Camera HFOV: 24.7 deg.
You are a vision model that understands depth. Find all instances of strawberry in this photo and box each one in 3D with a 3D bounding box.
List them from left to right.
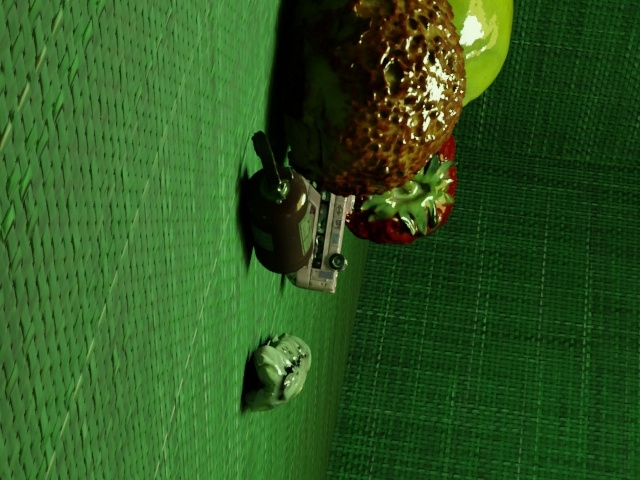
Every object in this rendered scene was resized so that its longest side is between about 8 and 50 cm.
[{"bbox_3d":[0.117,-0.130,2.589,0.277,0.257,0.257,-115,-151,-67],"label":"strawberry"}]

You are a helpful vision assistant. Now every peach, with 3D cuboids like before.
[{"bbox_3d":[0.143,-0.345,2.163,0.314,0.282,0.315,79,10,-57],"label":"peach"}]

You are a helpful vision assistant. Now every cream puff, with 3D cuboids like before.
[{"bbox_3d":[0.070,-0.209,1.836,0.350,0.229,0.350,6,90,-84],"label":"cream puff"}]

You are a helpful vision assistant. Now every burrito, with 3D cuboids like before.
[{"bbox_3d":[-0.050,0.174,1.963,0.309,0.066,0.096,12,91,-85],"label":"burrito"}]

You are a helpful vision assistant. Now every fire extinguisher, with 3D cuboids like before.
[{"bbox_3d":[-0.052,-0.045,1.639,0.231,0.071,0.099,83,-12,-67],"label":"fire extinguisher"}]

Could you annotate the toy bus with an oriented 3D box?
[{"bbox_3d":[0.002,-0.028,2.109,0.063,0.090,0.203,41,57,-85],"label":"toy bus"}]
